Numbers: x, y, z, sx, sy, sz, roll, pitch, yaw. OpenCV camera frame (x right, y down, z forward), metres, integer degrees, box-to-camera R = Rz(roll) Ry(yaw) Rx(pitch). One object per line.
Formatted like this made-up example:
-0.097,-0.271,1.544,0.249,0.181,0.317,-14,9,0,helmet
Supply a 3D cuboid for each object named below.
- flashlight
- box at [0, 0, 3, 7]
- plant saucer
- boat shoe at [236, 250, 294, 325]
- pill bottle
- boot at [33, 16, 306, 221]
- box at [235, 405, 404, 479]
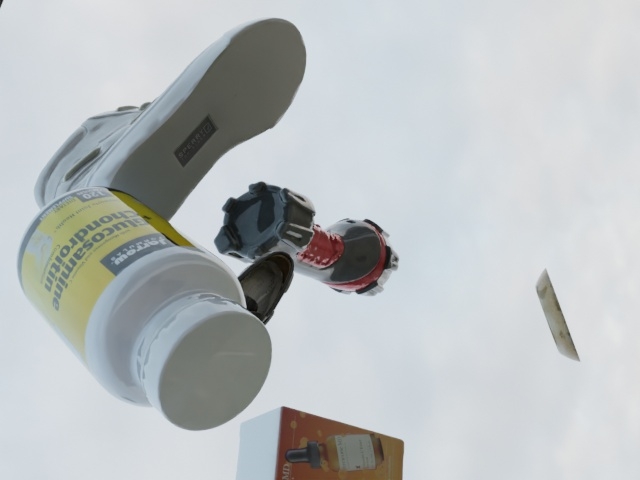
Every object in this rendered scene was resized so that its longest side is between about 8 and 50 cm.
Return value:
0.000,0.000,0.968,0.304,0.103,0.103,28,-109,-65,flashlight
-0.173,-0.103,0.345,0.083,0.052,0.062,-69,-22,-3,box
0.197,0.064,0.705,0.083,0.015,0.083,-20,-90,-76,plant saucer
-0.058,0.052,0.628,0.046,0.038,0.125,46,-136,-3,boat shoe
-0.111,0.040,0.527,0.103,0.184,0.103,-19,-58,-33,pill bottle
-0.129,-0.106,0.711,0.258,0.123,0.095,-48,-47,-31,boot
-0.001,0.271,0.924,0.170,0.091,0.130,22,-124,-28,box
